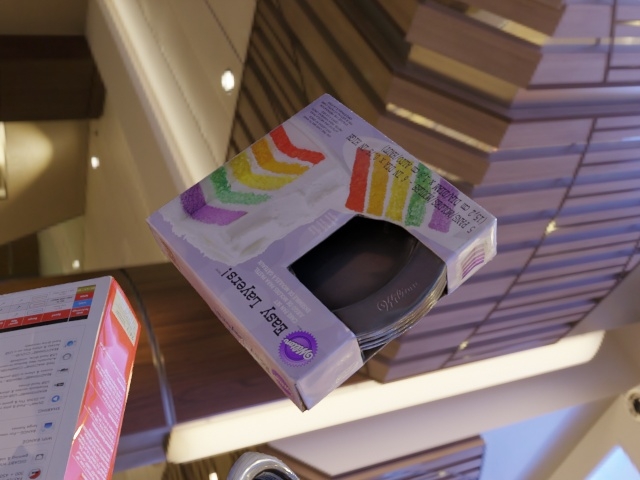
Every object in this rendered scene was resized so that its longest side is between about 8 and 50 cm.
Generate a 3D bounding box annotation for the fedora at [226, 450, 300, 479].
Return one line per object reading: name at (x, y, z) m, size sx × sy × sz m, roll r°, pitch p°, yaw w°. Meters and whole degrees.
fedora at (-0.101, 0.428, 1.067) m, size 0.243 × 0.124 × 0.275 m, roll 61°, pitch 18°, yaw -10°

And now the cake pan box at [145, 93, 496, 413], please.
cake pan box at (0.000, 0.000, 0.756) m, size 0.267 × 0.246 × 0.070 m, roll 44°, pitch -16°, yaw 33°

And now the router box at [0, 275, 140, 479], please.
router box at (-0.358, 0.188, 0.709) m, size 0.301 × 0.335 × 0.082 m, roll -92°, pitch 170°, yaw -49°
